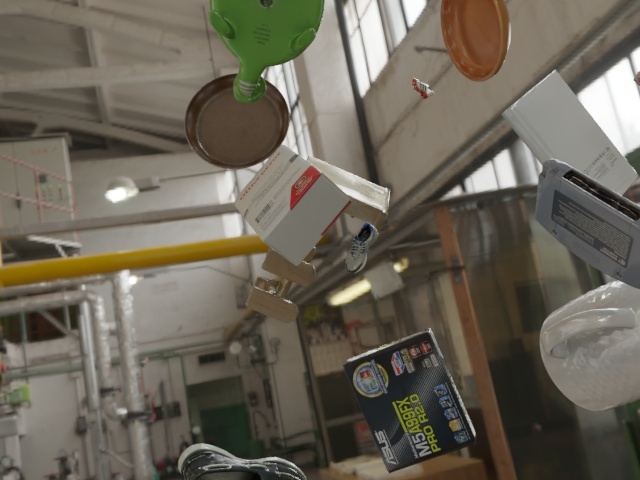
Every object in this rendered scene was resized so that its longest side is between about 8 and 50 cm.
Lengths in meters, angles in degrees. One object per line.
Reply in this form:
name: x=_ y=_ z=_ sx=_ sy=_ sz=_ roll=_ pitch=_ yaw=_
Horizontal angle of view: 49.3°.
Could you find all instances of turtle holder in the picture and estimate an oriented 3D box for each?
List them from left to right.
turtle holder: x=-0.105 y=-0.472 z=1.492 sx=0.243 sy=0.321 sz=0.227 roll=-14 pitch=14 yaw=0

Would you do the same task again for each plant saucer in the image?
plant saucer: x=-0.243 y=-0.344 z=2.053 sx=0.310 sy=0.311 sz=0.050 roll=-11 pitch=-19 yaw=-1
plant saucer: x=0.288 y=-0.394 z=1.282 sx=0.037 sy=0.200 sz=0.200 roll=-19 pitch=-8 yaw=-17

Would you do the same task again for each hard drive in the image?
hard drive: x=0.639 y=-0.242 z=1.775 sx=0.233 sy=0.353 sz=0.047 roll=-39 pitch=1 yaw=-32

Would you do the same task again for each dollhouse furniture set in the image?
dollhouse furniture set: x=0.000 y=0.000 z=1.994 sx=0.256 sy=0.394 sz=0.362 roll=23 pitch=28 yaw=-3

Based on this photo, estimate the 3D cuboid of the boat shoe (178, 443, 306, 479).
boat shoe: x=-0.148 y=0.505 z=1.436 sx=0.302 sy=0.114 sz=0.091 roll=19 pitch=9 yaw=-28

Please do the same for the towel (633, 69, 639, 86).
towel: x=0.925 y=-0.374 z=1.557 sx=0.332 sy=0.317 sz=0.053 roll=-47 pitch=6 yaw=5

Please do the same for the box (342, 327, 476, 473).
box: x=0.202 y=0.362 z=1.581 sx=0.216 sy=0.270 sz=0.060 roll=-23 pitch=-2 yaw=13

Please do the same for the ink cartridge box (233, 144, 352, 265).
ink cartridge box: x=-0.073 y=-0.091 z=1.629 sx=0.114 sy=0.197 sz=0.273 roll=39 pitch=3 yaw=-30

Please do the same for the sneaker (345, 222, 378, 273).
sneaker: x=0.093 y=0.015 z=1.687 sx=0.052 sy=0.135 sz=0.058 roll=17 pitch=-20 yaw=21

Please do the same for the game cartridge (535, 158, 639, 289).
game cartridge: x=0.589 y=-0.031 z=1.491 sx=0.062 sy=0.297 sz=0.198 roll=-36 pitch=-39 yaw=-14

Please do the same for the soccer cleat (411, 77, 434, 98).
soccer cleat: x=0.281 y=-0.422 z=1.924 sx=0.035 sy=0.083 sz=0.029 roll=-25 pitch=-36 yaw=-10

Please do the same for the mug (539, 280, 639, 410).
mug: x=0.690 y=0.222 z=1.626 sx=0.374 sy=0.276 sz=0.328 roll=6 pitch=-29 yaw=-24
